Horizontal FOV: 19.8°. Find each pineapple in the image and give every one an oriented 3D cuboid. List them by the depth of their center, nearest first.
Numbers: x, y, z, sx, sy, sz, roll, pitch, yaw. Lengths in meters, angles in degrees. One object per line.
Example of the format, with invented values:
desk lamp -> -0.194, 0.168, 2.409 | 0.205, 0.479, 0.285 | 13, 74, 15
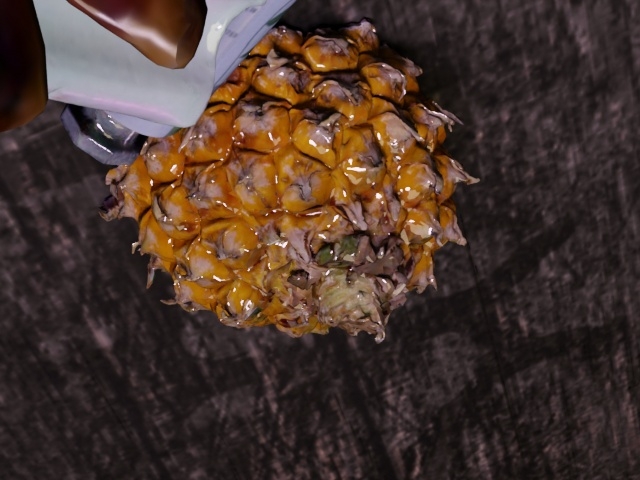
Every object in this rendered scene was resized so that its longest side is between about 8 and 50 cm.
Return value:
pineapple -> 0.000, -0.003, 0.866 | 0.176, 0.137, 0.161 | 6, 133, -34

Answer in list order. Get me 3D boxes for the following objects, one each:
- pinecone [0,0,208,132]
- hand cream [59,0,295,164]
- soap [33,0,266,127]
pinecone -> -0.101, -0.200, 0.374 | 0.397, 0.398, 0.398 | -16, 142, -13
hand cream -> -0.027, -0.126, 0.756 | 0.055, 0.088, 0.256 | -18, 154, -53
soap -> -0.143, -0.127, 0.636 | 0.230, 0.145, 0.091 | 9, 122, -44
